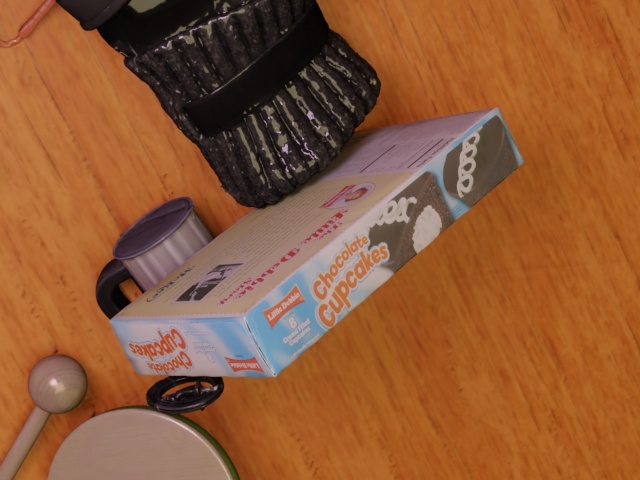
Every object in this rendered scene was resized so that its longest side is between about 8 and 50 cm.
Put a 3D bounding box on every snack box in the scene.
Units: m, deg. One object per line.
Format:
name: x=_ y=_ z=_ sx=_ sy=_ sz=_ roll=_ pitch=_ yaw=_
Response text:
snack box: x=0.000 y=0.000 z=1.373 sx=0.322 sy=0.187 sz=0.060 roll=-39 pitch=110 yaw=-34

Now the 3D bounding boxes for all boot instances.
boot: x=-0.022 y=-0.225 z=1.412 sx=0.348 sy=0.131 sz=0.260 roll=-46 pitch=108 yaw=2

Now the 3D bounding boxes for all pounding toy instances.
pounding toy: x=-0.164 y=0.211 z=1.503 sx=0.237 sy=0.110 sz=0.183 roll=27 pitch=107 yaw=9

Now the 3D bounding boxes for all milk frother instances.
milk frother: x=-0.123 y=0.061 z=1.442 sx=0.129 sy=0.143 sz=0.135 roll=-35 pitch=112 yaw=2

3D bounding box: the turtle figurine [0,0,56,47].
turtle figurine: x=-0.303 y=-0.286 z=1.334 sx=0.217 sy=0.087 sz=0.270 roll=-5 pitch=123 yaw=-38
